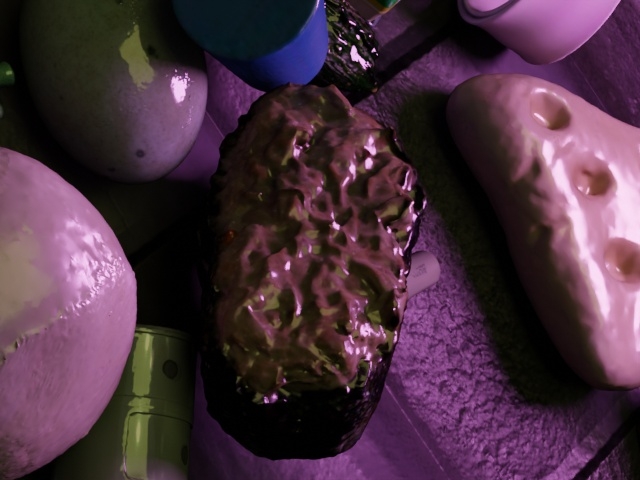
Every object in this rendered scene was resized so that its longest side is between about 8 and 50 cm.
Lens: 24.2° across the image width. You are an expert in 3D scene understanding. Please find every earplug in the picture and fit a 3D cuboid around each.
[{"bbox_3d":[-0.052,-0.208,1.413,0.132,0.273,0.132,0,85,5],"label":"earplug"}]

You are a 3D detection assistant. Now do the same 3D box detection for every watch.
[{"bbox_3d":[0.259,-0.341,1.703,0.196,0.244,0.231,31,54,-23],"label":"watch"}]

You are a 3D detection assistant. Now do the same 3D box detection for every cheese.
[{"bbox_3d":[0.282,-0.004,1.684,0.351,0.129,0.328,21,64,-27],"label":"cheese"}]

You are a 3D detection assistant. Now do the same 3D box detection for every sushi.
[{"bbox_3d":[-0.014,0.027,1.375,0.211,0.171,0.350,11,56,-5],"label":"sushi"}]

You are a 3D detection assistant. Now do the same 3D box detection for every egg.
[{"bbox_3d":[-0.193,-0.166,1.398,0.169,0.169,0.236,-8,81,-35],"label":"egg"}]

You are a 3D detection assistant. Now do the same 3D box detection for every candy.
[{"bbox_3d":[-0.288,0.072,1.212,0.295,0.185,0.295,-1,101,-5],"label":"candy"}]

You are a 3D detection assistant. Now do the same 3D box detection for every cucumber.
[{"bbox_3d":[-0.064,-0.277,1.562,0.359,0.096,0.096,36,59,-19],"label":"cucumber"}]

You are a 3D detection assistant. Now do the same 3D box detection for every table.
[{"bbox_3d":[-0.177,0.192,1.328,0.126,0.126,0.220,12,70,-30],"label":"table"}]

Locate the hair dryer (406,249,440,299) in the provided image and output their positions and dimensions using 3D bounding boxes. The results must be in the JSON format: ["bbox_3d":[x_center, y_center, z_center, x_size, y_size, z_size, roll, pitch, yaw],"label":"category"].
[{"bbox_3d":[0.028,0.013,1.562,0.219,0.088,0.225,4,59,-38],"label":"hair dryer"}]

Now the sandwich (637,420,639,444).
[{"bbox_3d":[0.437,0.259,1.733,0.094,0.096,0.258,-5,80,-28],"label":"sandwich"}]

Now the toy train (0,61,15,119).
[{"bbox_3d":[-0.390,-0.219,1.308,0.237,0.150,0.369,-23,91,-42],"label":"toy train"}]

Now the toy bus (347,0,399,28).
[{"bbox_3d":[0.004,-0.367,1.591,0.276,0.164,0.134,35,61,-19],"label":"toy bus"}]
